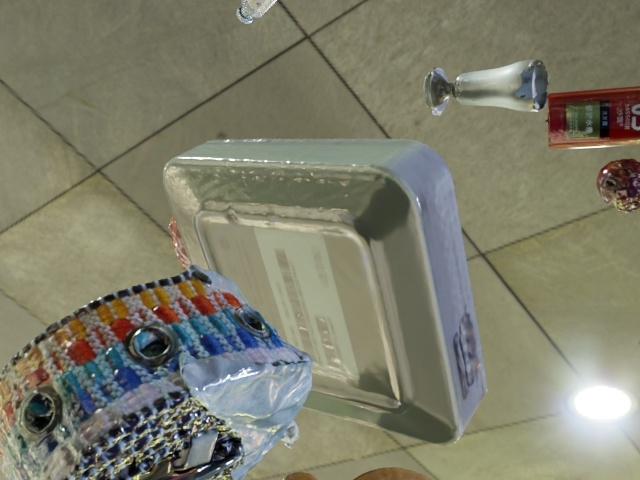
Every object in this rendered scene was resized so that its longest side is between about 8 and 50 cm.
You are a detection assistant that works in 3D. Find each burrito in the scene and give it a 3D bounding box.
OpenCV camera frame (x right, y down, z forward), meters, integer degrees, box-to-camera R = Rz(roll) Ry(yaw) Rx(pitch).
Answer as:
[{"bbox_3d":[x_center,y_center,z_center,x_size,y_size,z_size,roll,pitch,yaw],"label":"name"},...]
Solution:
[{"bbox_3d":[-0.064,0.326,1.280,0.074,0.044,0.118,57,169,14],"label":"burrito"}]

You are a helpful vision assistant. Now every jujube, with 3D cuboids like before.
[{"bbox_3d":[0.589,-0.109,1.390,0.166,0.104,0.104,-4,155,-46],"label":"jujube"}]

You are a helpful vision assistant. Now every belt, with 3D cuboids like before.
[{"bbox_3d":[-0.136,0.139,0.619,0.150,0.257,0.207,47,136,30],"label":"belt"}]

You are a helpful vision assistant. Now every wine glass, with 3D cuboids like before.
[{"bbox_3d":[0.226,-0.208,1.006,0.155,0.072,0.072,5,137,34],"label":"wine glass"}]

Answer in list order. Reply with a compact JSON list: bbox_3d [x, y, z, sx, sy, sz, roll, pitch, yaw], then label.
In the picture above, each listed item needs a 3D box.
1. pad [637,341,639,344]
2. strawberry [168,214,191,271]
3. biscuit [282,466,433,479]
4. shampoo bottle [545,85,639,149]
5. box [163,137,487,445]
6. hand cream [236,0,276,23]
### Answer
[{"bbox_3d":[0.716,0.288,1.169,0.375,0.063,0.315,27,175,-23],"label":"pad"},{"bbox_3d":[-0.151,-0.002,1.195,0.205,0.205,0.244,-5,155,20],"label":"strawberry"},{"bbox_3d":[0.038,0.430,0.970,0.354,0.275,0.052,-12,145,-14],"label":"biscuit"},{"bbox_3d":[0.618,-0.251,1.478,0.314,0.076,0.118,-1,93,16],"label":"shampoo bottle"},{"bbox_3d":[-0.002,0.061,0.952,0.396,0.111,0.396,5,122,36],"label":"box"},{"bbox_3d":[-0.081,-0.429,1.237,0.170,0.065,0.043,-31,82,40],"label":"hand cream"}]
